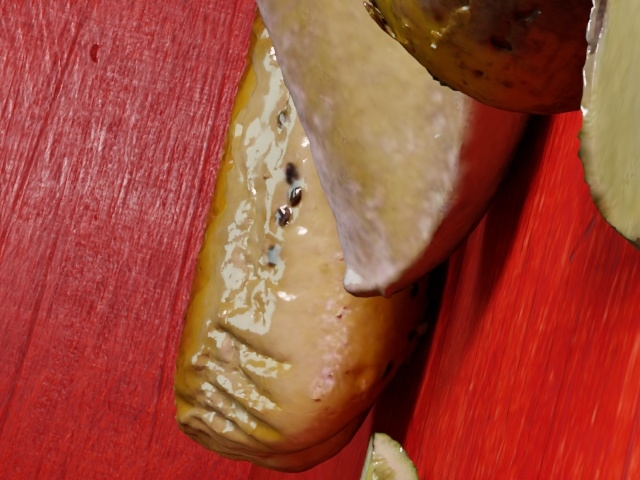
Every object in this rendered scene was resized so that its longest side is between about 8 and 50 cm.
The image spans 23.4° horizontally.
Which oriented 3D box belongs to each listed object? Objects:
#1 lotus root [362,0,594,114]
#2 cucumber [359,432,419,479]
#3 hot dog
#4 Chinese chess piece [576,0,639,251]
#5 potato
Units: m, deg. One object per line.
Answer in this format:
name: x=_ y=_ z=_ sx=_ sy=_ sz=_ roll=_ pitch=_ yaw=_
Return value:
lotus root: x=0.109 y=-0.215 z=0.519 sx=0.196 sy=0.179 sz=0.397 roll=-105 pitch=21 yaw=-48
cucumber: x=0.041 y=0.183 z=0.993 sx=0.067 sy=0.035 sz=0.107 roll=-96 pitch=12 yaw=-48
hot dog: x=0.000 y=0.000 z=1.211 sx=0.367 sy=0.196 sz=0.365 roll=83 pitch=-156 yaw=-84
Chinese chess piece: x=0.128 y=-0.073 z=0.352 sx=0.188 sy=0.083 sz=0.188 roll=-163 pitch=90 yaw=-84
potato: x=0.099 y=-0.121 z=0.934 sx=0.189 sy=0.211 sz=0.264 roll=-12 pitch=96 yaw=46
